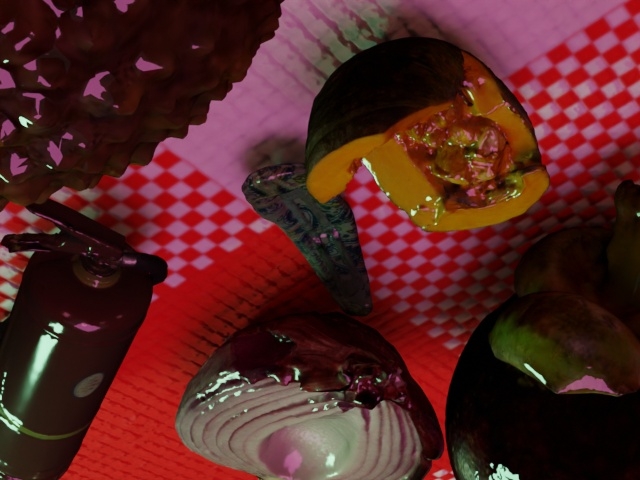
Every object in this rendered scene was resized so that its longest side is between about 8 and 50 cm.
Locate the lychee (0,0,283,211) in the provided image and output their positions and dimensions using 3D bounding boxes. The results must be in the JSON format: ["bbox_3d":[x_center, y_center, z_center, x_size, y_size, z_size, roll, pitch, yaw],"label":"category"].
[{"bbox_3d":[-0.124,-0.145,0.452,0.267,0.267,0.267,-8,141,-6],"label":"lychee"}]

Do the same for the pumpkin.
[{"bbox_3d":[0.067,-0.077,0.701,0.119,0.107,0.183,-32,145,33],"label":"pumpkin"}]

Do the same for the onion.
[{"bbox_3d":[0.006,0.128,0.902,0.227,0.120,0.283,19,148,-15],"label":"onion"}]

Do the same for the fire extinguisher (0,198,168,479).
[{"bbox_3d":[-0.217,0.082,0.816,0.141,0.105,0.341,6,140,-24],"label":"fire extinguisher"}]

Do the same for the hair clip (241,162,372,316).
[{"bbox_3d":[-0.001,-0.002,0.828,0.066,0.036,0.229,-19,145,10],"label":"hair clip"}]

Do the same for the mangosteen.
[{"bbox_3d":[0.260,0.141,0.867,0.330,0.330,0.330,-8,141,-6],"label":"mangosteen"}]
